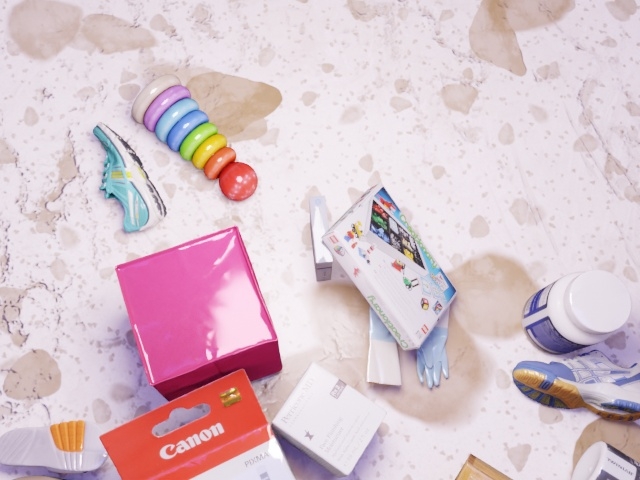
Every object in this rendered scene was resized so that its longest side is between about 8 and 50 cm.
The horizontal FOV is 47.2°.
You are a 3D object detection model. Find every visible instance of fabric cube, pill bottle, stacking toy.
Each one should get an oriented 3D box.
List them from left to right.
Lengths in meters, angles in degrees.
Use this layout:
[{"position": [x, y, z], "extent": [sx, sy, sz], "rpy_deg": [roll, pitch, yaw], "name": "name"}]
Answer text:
[{"position": [-0.272, -0.221, 1.672], "extent": [0.330, 0.141, 0.141], "rpy_deg": [45, 77, 5], "name": "stacking toy"}, {"position": [-0.234, 0.160, 1.485], "extent": [0.259, 0.258, 0.254], "rpy_deg": [-18, 69, -8], "name": "fabric cube"}, {"position": [0.534, 0.151, 1.540], "extent": [0.153, 0.265, 0.153], "rpy_deg": [1, 75, -3], "name": "pill bottle"}, {"position": [0.657, 0.533, 1.511], "extent": [0.245, 0.130, 0.130], "rpy_deg": [31, 75, 6], "name": "pill bottle"}]

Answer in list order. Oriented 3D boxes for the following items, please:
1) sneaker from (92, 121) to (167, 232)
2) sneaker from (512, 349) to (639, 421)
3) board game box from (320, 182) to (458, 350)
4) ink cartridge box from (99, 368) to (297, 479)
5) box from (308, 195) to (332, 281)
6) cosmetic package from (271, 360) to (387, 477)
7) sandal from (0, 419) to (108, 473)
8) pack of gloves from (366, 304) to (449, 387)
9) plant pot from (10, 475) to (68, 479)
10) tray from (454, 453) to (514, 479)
[{"position": [-0.453, -0.146, 1.655], "extent": [0.110, 0.107, 0.275], "rpy_deg": [-29, 78, -1], "name": "sneaker"}, {"position": [0.562, 0.297, 1.599], "extent": [0.296, 0.112, 0.131], "rpy_deg": [16, 59, -2], "name": "sneaker"}, {"position": [0.153, 0.054, 1.550], "extent": [0.305, 0.053, 0.193], "rpy_deg": [54, 50, -11], "name": "board game box"}, {"position": [-0.206, 0.485, 1.415], "extent": [0.308, 0.091, 0.385], "rpy_deg": [-24, 106, -9], "name": "ink cartridge box"}, {"position": [0.000, 0.000, 1.592], "extent": [0.038, 0.186, 0.145], "rpy_deg": [-6, 75, -3], "name": "box"}, {"position": [0.012, 0.370, 1.505], "extent": [0.183, 0.151, 0.151], "rpy_deg": [33, 71, 6], "name": "cosmetic package"}, {"position": [-0.539, 0.428, 1.508], "extent": [0.265, 0.076, 0.102], "rpy_deg": [-3, 58, 17], "name": "sandal"}, {"position": [0.191, 0.210, 1.628], "extent": [0.195, 0.046, 0.232], "rpy_deg": [9, 72, -16], "name": "pack of gloves"}, {"position": [-0.580, 0.580, 1.317], "extent": [0.323, 0.280, 0.323], "rpy_deg": [-3, 66, 7], "name": "plant pot"}, {"position": [0.270, 0.638, 1.389], "extent": [0.202, 0.076, 0.411], "rpy_deg": [30, 100, 15], "name": "tray"}]
